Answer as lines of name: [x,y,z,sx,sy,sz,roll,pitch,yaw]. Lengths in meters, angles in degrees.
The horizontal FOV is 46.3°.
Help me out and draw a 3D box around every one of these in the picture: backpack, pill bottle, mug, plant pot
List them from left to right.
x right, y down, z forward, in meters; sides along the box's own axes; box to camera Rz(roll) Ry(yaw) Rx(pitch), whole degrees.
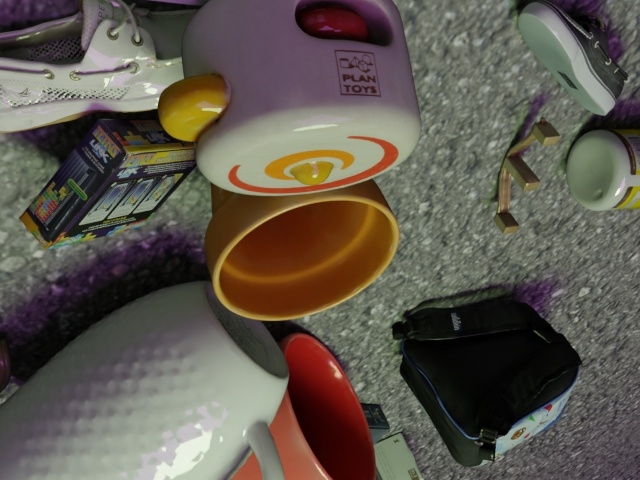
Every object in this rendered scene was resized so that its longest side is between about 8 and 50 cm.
mug: [-0.189,0.253,0.950,0.328,0.374,0.276,-41,152,7]
plant pot: [-0.083,0.311,1.170,0.243,0.275,0.275,-27,141,17]
plant pot: [-0.040,-0.045,0.839,0.205,0.188,0.205,-14,144,-11]
backpack: [0.294,0.237,1.273,0.263,0.276,0.213,-23,145,-13]
pill bottle: [0.480,-0.106,1.101,0.215,0.117,0.117,-4,135,-23]

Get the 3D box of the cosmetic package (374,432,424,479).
cosmetic package: [0.170,0.525,1.611,0.085,0.117,0.231,-23,138,-6]

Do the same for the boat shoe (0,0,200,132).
boat shoe: [-0.198,-0.179,0.695,0.277,0.098,0.096,-17,140,-8]

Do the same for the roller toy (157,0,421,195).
roller toy: [-0.017,-0.118,0.630,0.191,0.146,0.209,-12,167,16]

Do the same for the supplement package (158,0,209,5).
supplement package: [-0.099,-0.281,0.606,0.244,0.139,0.134,-3,135,-28]

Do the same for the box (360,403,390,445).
box: [-0.004,0.402,1.436,0.183,0.059,0.233,12,127,-37]

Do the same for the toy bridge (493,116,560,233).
toy bridge: [0.281,-0.096,1.051,0.026,0.063,0.188,-9,138,-19]

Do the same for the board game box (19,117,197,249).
board game box: [-0.208,-0.064,0.783,0.141,0.048,0.170,-45,173,20]

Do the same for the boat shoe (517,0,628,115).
boat shoe: [0.322,-0.237,0.920,0.228,0.080,0.076,31,97,-41]

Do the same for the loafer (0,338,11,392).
loafer: [-0.448,0.184,0.982,0.050,0.056,0.148,8,129,-41]
